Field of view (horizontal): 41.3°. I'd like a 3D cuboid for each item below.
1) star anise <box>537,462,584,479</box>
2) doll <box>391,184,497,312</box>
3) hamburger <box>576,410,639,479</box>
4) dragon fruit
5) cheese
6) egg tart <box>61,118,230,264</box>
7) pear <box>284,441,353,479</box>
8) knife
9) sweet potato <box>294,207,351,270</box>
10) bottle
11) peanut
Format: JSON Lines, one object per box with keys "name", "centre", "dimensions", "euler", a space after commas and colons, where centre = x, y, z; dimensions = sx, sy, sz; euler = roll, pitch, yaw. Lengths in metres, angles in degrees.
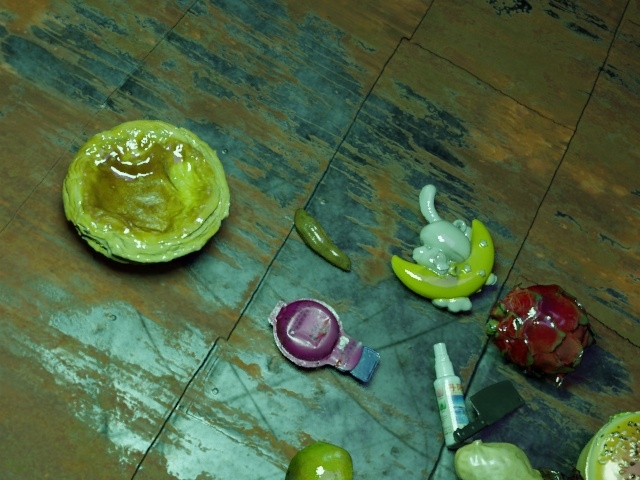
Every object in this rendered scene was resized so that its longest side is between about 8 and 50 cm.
{"name": "star anise", "centre": [0.495, 0.499, 1.591], "dimensions": [0.212, 0.054, 0.157], "euler": [26, 48, 27]}
{"name": "doll", "centre": [0.281, 0.030, 1.899], "dimensions": [0.252, 0.111, 0.237], "euler": [35, 74, 3]}
{"name": "hamburger", "centre": [0.664, 0.487, 1.715], "dimensions": [0.300, 0.176, 0.300], "euler": [6, 62, -12]}
{"name": "dragon fruit", "centre": [0.487, 0.193, 1.829], "dimensions": [0.273, 0.193, 0.192], "euler": [9, 34, -12]}
{"name": "cheese", "centre": [0.006, 0.205, 1.752], "dimensions": [0.244, 0.062, 0.155], "euler": [29, 59, 0]}
{"name": "egg tart", "centre": [-0.355, -0.088, 1.762], "dimensions": [0.351, 0.150, 0.352], "euler": [4, 59, -7]}
{"name": "pear", "centre": [-0.011, 0.441, 1.572], "dimensions": [0.104, 0.141, 0.141], "euler": [14, 58, -28]}
{"name": "knife", "centre": [0.339, 0.348, 1.753], "dimensions": [0.245, 0.019, 0.072], "euler": [-17, 65, -45]}
{"name": "sweet potato", "centre": [-0.001, 0.002, 1.867], "dimensions": [0.053, 0.054, 0.182], "euler": [-38, 79, -20]}
{"name": "bottle", "centre": [0.267, 0.319, 1.764], "dimensions": [0.060, 0.060, 0.217], "euler": [-2, 63, -16]}
{"name": "peanut", "centre": [0.389, 0.478, 1.682], "dimensions": [0.263, 0.117, 0.101], "euler": [30, 26, -1]}
